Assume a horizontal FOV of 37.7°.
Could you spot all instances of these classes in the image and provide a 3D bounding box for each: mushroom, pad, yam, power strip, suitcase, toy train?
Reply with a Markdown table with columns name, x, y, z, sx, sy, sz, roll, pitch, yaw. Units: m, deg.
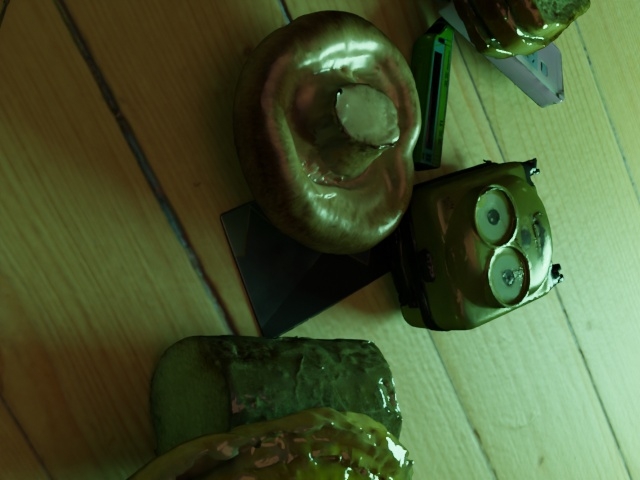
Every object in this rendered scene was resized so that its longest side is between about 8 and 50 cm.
| name | x | y | z | sx | sy | sz | roll | pitch | yaw |
| --- | --- | --- | --- | --- | --- | --- | --- | --- | --- |
| mushroom | 0.016 | -0.124 | 1.069 | 0.278 | 0.146 | 0.278 | 1 | 89 | -41 |
| pad | 0.000 | 0.000 | 1.142 | 0.243 | 0.004 | 0.164 | -28 | 105 | -33 |
| yam | -0.037 | 0.183 | 1.022 | 0.268 | 0.161 | 0.161 | 6 | 86 | -33 |
| power strip | 0.246 | -0.288 | 1.276 | 0.279 | 0.037 | 0.109 | 33 | 49 | -35 |
| suitcase | 0.201 | 0.003 | 1.200 | 0.234 | 0.143 | 0.194 | -19 | 100 | -36 |
| toy train | 0.137 | -0.198 | 1.218 | 0.042 | 0.044 | 0.209 | 12 | 80 | -35 |

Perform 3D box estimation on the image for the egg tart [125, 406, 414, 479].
| name | x | y | z | sx | sy | sz | roll | pitch | yaw |
| --- | --- | --- | --- | --- | --- | --- | --- | --- | --- |
| egg tart | -0.052 | 0.338 | 0.916 | 0.387 | 0.169 | 0.388 | -12 | 124 | -18 |

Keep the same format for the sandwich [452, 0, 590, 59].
| name | x | y | z | sx | sy | sz | roll | pitch | yaw |
| --- | --- | --- | --- | --- | --- | --- | --- | --- | --- |
| sandwich | 0.231 | -0.381 | 1.194 | 0.254 | 0.099 | 0.289 | -33 | 98 | -51 |

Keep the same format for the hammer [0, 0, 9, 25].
| name | x | y | z | sx | sy | sz | roll | pitch | yaw |
| --- | --- | --- | --- | --- | --- | --- | --- | --- | --- |
| hammer | -0.311 | -0.215 | 0.912 | 0.029 | 0.014 | 0.123 | 23 | 74 | -42 |
